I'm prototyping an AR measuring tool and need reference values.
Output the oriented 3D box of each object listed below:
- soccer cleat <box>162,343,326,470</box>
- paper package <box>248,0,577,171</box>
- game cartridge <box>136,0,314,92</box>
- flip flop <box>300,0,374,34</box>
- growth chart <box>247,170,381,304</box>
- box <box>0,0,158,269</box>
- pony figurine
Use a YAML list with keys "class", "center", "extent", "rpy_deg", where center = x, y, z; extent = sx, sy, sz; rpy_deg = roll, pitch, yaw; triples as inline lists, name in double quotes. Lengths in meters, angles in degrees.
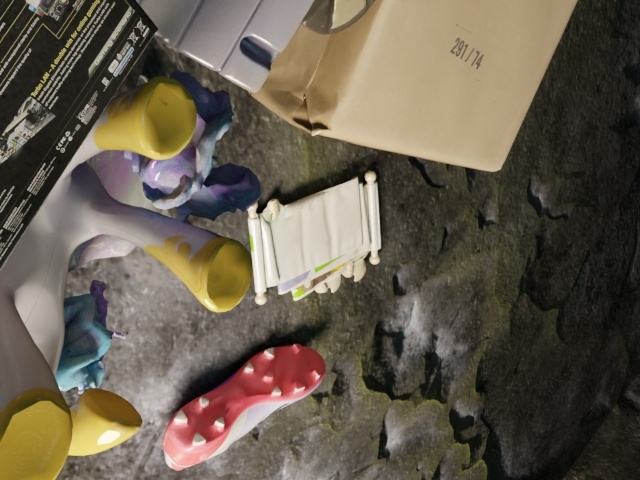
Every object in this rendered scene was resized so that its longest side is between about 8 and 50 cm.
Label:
- class: "soccer cleat"
  center: [-0.098, 0.213, 0.890]
  extent: [0.248, 0.083, 0.095]
  rpy_deg: [-25, 155, -40]
- class: "paper package"
  center: [0.120, -0.256, 0.767]
  extent: [0.324, 0.168, 0.310]
  rpy_deg: [5, 114, -45]
- class: "game cartridge"
  center: [-0.050, -0.304, 0.447]
  extent: [0.230, 0.068, 0.355]
  rpy_deg: [27, 110, -23]
- class: "flip flop"
  center: [-0.040, -0.293, 0.539]
  extent: [0.112, 0.080, 0.277]
  rpy_deg: [-37, 122, 9]
- class: "growth chart"
  center: [0.000, 0.000, 0.909]
  extent: [0.237, 0.021, 0.172]
  rpy_deg: [-19, 123, -37]
- class: "box"
  center: [-0.179, -0.074, 0.297]
  extent: [0.180, 0.077, 0.147]
  rpy_deg: [-60, 157, -8]
- class: "pony figurine"
  center: [-0.208, -0.023, 0.498]
  extent: [0.302, 0.363, 0.351]
  rpy_deg: [32, 72, -44]
